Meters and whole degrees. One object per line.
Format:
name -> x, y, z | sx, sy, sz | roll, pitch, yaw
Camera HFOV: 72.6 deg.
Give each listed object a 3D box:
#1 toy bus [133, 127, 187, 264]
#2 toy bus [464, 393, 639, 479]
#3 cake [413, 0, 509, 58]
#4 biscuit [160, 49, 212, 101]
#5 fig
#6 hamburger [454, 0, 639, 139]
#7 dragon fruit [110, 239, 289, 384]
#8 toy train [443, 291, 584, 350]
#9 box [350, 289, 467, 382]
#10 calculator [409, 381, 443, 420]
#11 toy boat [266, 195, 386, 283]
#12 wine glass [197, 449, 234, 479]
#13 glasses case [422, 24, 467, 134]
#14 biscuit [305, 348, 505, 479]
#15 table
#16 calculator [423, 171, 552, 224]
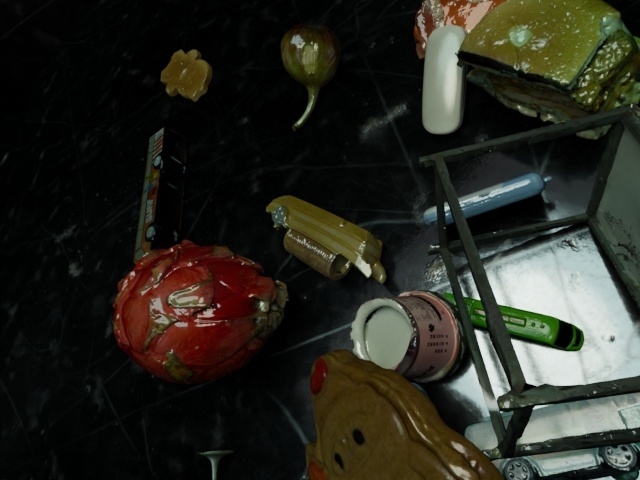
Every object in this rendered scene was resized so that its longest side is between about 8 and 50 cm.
toy bus -> -0.420, -0.111, 1.167 | 0.092, 0.093, 0.409 | -19, 61, 31
toy bus -> 0.326, 0.275, 0.586 | 0.261, 0.091, 0.109 | -23, 50, 19
cake -> 0.323, -0.458, 0.864 | 0.287, 0.098, 0.135 | -3, 87, 26
biscuit -> -0.410, -0.512, 1.357 | 0.225, 0.036, 0.166 | 32, 89, 32
fig -> -0.028, -0.387, 1.048 | 0.149, 0.149, 0.245 | 9, 100, 32
hamburger -> 0.395, -0.303, 0.727 | 0.192, 0.167, 0.288 | -51, 56, 2
dragon fruit -> -0.243, 0.140, 0.859 | 0.342, 0.277, 0.277 | 14, 78, 24
toy train -> 0.295, 0.126, 0.687 | 0.209, 0.042, 0.044 | 10, 77, 33
box -> 0.134, 0.151, 0.690 | 0.151, 0.135, 0.151 | -10, 75, 42
calculator -> 0.159, 0.338, 0.619 | 0.051, 0.173, 0.293 | -13, 54, -23
toy boat -> 0.000, 0.000, 0.879 | 0.310, 0.089, 0.115 | 28, 88, 34
wine glass -> -0.200, 0.527, 0.796 | 0.074, 0.074, 0.262 | -13, 65, 25
glasses case -> 0.243, -0.312, 0.853 | 0.081, 0.051, 0.204 | 8, 101, 32
biscuit -> 0.085, 0.333, 0.605 | 0.381, 0.074, 0.359 | 54, 133, 31
table -> 0.294, 0.051, 0.536 | 0.272, 0.222, 0.335 | -12, 50, 8
calculator -> 0.277, -0.067, 0.733 | 0.210, 0.121, 0.039 | -20, 89, 23
